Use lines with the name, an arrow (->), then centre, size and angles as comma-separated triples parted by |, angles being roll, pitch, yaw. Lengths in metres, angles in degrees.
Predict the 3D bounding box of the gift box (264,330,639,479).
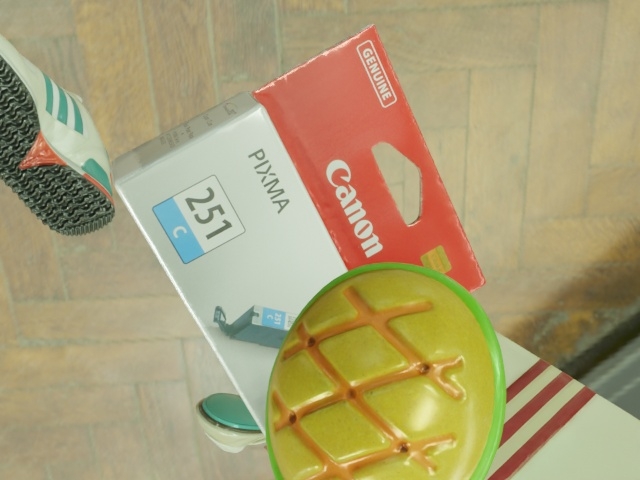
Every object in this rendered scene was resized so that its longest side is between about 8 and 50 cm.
gift box -> 0.101, 0.248, 0.877 | 0.276, 0.258, 0.255 | 27, 129, 30

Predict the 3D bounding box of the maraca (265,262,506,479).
maraca -> 0.026, 0.101, 0.527 | 0.127, 0.185, 0.099 | 10, 171, 28

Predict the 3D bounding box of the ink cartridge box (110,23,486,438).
ink cartridge box -> 0.000, 0.000, 0.920 | 0.261, 0.066, 0.296 | -29, 116, -4

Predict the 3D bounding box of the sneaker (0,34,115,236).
sneaker -> -0.179, -0.077, 0.634 | 0.057, 0.075, 0.161 | -22, 132, 11

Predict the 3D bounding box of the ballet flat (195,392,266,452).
ballet flat -> -0.099, 0.246, 1.395 | 0.086, 0.248, 0.086 | 0, 89, 29
